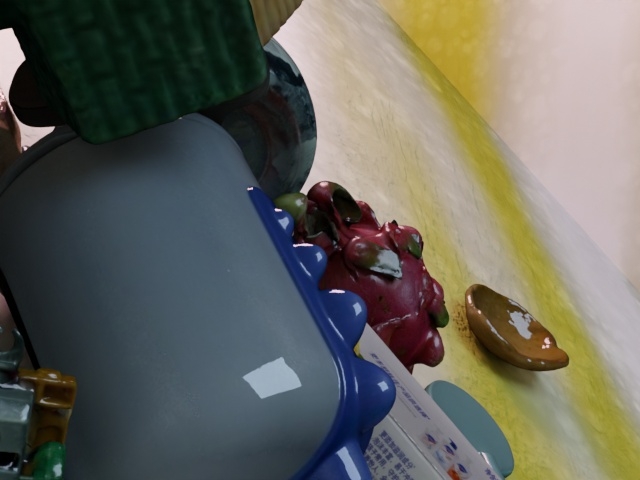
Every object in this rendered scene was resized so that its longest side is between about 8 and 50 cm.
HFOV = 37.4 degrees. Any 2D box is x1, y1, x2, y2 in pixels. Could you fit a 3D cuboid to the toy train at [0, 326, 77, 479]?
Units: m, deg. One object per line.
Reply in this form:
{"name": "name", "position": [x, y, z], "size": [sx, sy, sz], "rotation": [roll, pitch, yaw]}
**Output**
{"name": "toy train", "position": [-0.201, 0.156, 0.549], "size": [0.091, 0.228, 0.136], "rotation": [10, 6, -16]}

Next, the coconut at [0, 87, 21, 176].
{"name": "coconut", "position": [-0.328, -0.093, 0.841], "size": [0.116, 0.116, 0.122], "rotation": [27, 26, -34]}

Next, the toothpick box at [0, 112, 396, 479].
{"name": "toothpick box", "position": [-0.095, 0.084, 0.734], "size": [0.263, 0.263, 0.355], "rotation": [14, 38, -49]}

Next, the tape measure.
{"name": "tape measure", "position": [-0.143, -0.126, 1.015], "size": [0.275, 0.256, 0.147], "rotation": [23, 27, -30]}

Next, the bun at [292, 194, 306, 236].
{"name": "bun", "position": [0.000, 0.000, 1.255], "size": [0.138, 0.094, 0.138], "rotation": [20, -3, 1]}

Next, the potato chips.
{"name": "potato chips", "position": [0.301, 0.152, 1.517], "size": [0.195, 0.062, 0.208], "rotation": [46, 24, 18]}

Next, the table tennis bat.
{"name": "table tennis bat", "position": [0.199, 0.266, 1.194], "size": [0.149, 0.038, 0.237], "rotation": [33, 21, -27]}

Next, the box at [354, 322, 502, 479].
{"name": "box", "position": [0.044, 0.216, 0.860], "size": [0.265, 0.168, 0.097], "rotation": [47, 20, 12]}

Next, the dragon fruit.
{"name": "dragon fruit", "position": [0.028, 0.049, 1.062], "size": [0.273, 0.218, 0.198], "rotation": [62, -10, -13]}

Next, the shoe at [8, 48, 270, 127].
{"name": "shoe", "position": [-0.157, -0.132, 0.862], "size": [0.093, 0.240, 0.108], "rotation": [71, 18, -52]}

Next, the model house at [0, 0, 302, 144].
{"name": "model house", "position": [-0.185, -0.289, 0.659], "size": [0.343, 0.334, 0.382], "rotation": [-61, 142, -46]}
